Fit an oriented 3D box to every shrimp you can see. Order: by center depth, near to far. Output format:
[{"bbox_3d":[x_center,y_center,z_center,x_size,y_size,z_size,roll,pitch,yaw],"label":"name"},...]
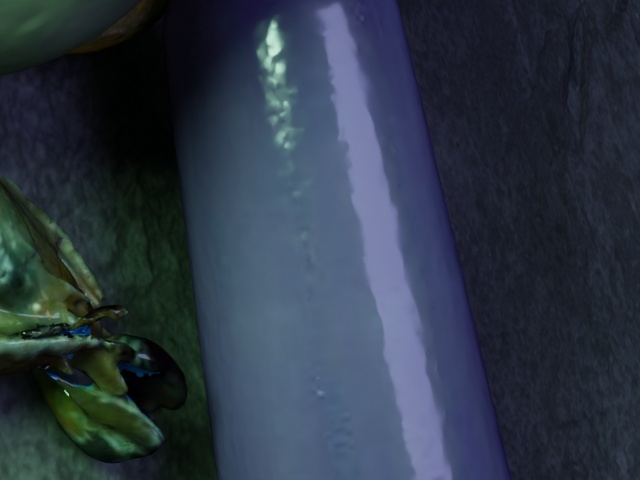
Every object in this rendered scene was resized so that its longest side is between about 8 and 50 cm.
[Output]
[{"bbox_3d":[-0.244,0.029,1.021,0.446,0.110,0.221,34,59,-40],"label":"shrimp"}]

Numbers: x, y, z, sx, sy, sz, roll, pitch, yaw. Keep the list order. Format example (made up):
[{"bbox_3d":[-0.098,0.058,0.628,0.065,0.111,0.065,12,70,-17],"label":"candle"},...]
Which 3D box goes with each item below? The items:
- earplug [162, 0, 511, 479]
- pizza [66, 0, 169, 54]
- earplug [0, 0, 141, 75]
[{"bbox_3d":[0.000,0.000,1.233,0.215,0.215,0.456,-17,99,-55],"label":"earplug"},{"bbox_3d":[-0.168,-0.253,1.218,0.335,0.086,0.226,-50,123,-49],"label":"pizza"},{"bbox_3d":[-0.167,-0.276,0.925,0.313,0.394,0.312,36,19,-15],"label":"earplug"}]
